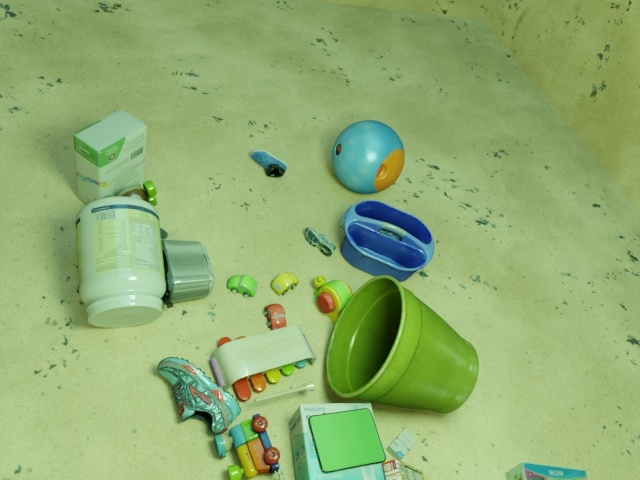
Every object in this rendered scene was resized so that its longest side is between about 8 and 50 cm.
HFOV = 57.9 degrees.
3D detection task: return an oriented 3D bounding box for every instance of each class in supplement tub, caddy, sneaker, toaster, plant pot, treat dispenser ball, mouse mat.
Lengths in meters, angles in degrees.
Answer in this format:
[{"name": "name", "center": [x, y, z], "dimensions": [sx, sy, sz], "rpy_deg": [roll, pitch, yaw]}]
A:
[{"name": "supplement tub", "center": [-0.567, 0.064, 1.650], "dimensions": [0.235, 0.235, 0.325], "rpy_deg": [-2, 67, -24]}, {"name": "caddy", "center": [0.236, -0.003, 2.071], "dimensions": [0.341, 0.179, 0.241], "rpy_deg": [23, 56, -3]}, {"name": "sneaker", "center": [-0.345, 0.418, 1.554], "dimensions": [0.261, 0.104, 0.125], "rpy_deg": [34, 49, 8]}, {"name": "sneaker", "center": [0.000, 0.000, 2.093], "dimensions": [0.135, 0.052, 0.058], "rpy_deg": [44, 39, 7]}, {"name": "toaster", "center": [-0.418, 0.099, 1.780], "dimensions": [0.146, 0.129, 0.227], "rpy_deg": [-4, 52, -28]}, {"name": "plant pot", "center": [0.263, 0.341, 1.711], "dimensions": [0.352, 0.366, 0.367], "rpy_deg": [27, 44, -21]}, {"name": "treat dispenser ball", "center": [0.187, -0.327, 2.277], "dimensions": [0.288, 0.288, 0.288], "rpy_deg": [11, 48, -13]}, {"name": "sneaker", "center": [-0.206, -0.295, 2.247], "dimensions": [0.152, 0.058, 0.085], "rpy_deg": [26, 38, -9]}, {"name": "mouse mat", "center": [0.071, 0.523, 1.526], "dimensions": [0.189, 0.007, 0.153], "rpy_deg": [-1, 51, -23]}]

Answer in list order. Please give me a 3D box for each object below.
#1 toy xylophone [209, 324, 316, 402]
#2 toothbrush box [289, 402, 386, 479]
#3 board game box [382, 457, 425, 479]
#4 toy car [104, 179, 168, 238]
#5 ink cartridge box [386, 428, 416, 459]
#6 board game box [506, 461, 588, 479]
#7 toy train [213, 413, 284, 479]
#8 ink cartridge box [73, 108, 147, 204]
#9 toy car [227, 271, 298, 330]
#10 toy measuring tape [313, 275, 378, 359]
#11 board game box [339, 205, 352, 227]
[{"name": "toy xylophone", "center": [-0.151, 0.364, 1.691], "dimensions": [0.322, 0.081, 0.236], "rpy_deg": [-3, 53, -24]}, {"name": "toothbrush box", "center": [0.047, 0.596, 1.545], "dimensions": [0.216, 0.126, 0.296], "rpy_deg": [6, 48, -18]}, {"name": "board game box", "center": [0.237, 0.673, 1.530], "dimensions": [0.193, 0.045, 0.147], "rpy_deg": [44, 27, -46]}, {"name": "toy car", "center": [-0.577, -0.070, 1.861], "dimensions": [0.155, 0.149, 0.188], "rpy_deg": [-25, 76, -23]}, {"name": "ink cartridge box", "center": [0.237, 0.595, 1.688], "dimensions": [0.048, 0.028, 0.083], "rpy_deg": [44, 50, 16]}, {"name": "board game box", "center": [0.674, 0.806, 1.640], "dimensions": [0.223, 0.098, 0.304], "rpy_deg": [11, 47, -13]}, {"name": "toy train", "center": [-0.173, 0.587, 1.487], "dimensions": [0.143, 0.105, 0.248], "rpy_deg": [-16, 58, -20]}, {"name": "ink cartridge box", "center": [-0.675, -0.250, 1.871], "dimensions": [0.117, 0.278, 0.201], "rpy_deg": [33, 47, 12]}, {"name": "toy car", "center": [-0.190, 0.162, 1.867], "dimensions": [0.224, 0.053, 0.239], "rpy_deg": [20, 47, -5]}, {"name": "toy measuring tape", "center": [0.087, 0.233, 1.879], "dimensions": [0.121, 0.121, 0.330], "rpy_deg": [-24, 63, -35]}, {"name": "board game box", "center": [0.160, -0.061, 2.218], "dimensions": [0.154, 0.026, 0.103], "rpy_deg": [29, 47, 4]}]
